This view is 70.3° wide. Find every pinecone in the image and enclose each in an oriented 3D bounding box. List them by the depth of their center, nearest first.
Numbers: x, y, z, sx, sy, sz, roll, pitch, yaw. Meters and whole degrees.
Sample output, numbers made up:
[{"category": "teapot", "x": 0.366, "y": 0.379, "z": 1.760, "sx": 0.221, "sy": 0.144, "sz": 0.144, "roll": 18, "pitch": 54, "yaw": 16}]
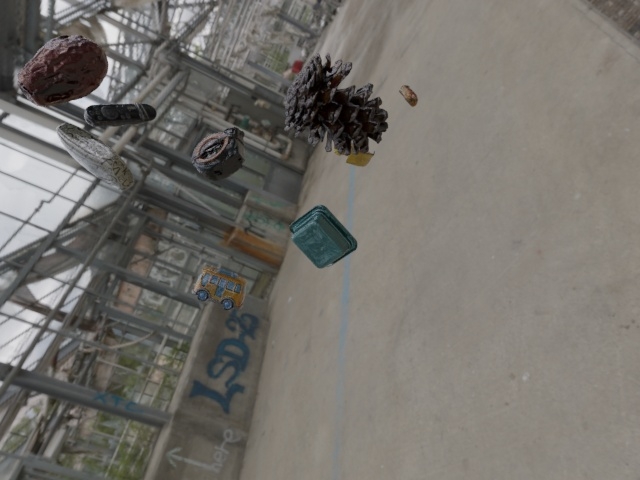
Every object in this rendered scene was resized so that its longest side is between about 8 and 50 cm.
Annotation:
[{"category": "pinecone", "x": 0.048, "y": -0.344, "z": 1.198, "sx": 0.246, "sy": 0.292, "sz": 0.246, "roll": -50, "pitch": 28, "yaw": 39}]

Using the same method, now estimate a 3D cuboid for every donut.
[{"category": "donut", "x": 0.137, "y": -0.349, "z": 1.825, "sx": 0.181, "sy": 0.146, "sz": 0.078, "roll": 41, "pitch": 117, "yaw": 50}]

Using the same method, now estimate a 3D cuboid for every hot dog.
[{"category": "hot dog", "x": 0.296, "y": -0.482, "z": 1.510, "sx": 0.038, "sy": 0.062, "sz": 0.144, "roll": -38, "pitch": 23, "yaw": 17}]

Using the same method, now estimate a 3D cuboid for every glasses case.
[{"category": "glasses case", "x": -0.720, "y": -0.269, "z": 1.450, "sx": 0.085, "sy": 0.355, "sz": 0.137, "roll": -46, "pitch": -30, "yaw": -23}]

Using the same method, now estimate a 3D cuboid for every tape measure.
[{"category": "tape measure", "x": -0.407, "y": -0.343, "z": 1.842, "sx": 0.223, "sy": 0.135, "sz": 0.202, "roll": -19, "pitch": 53, "yaw": 12}]

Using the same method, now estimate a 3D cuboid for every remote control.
[{"category": "remote control", "x": -0.758, "y": -0.474, "z": 1.731, "sx": 0.066, "sy": 0.266, "sz": 0.090, "roll": -26, "pitch": 84, "yaw": 48}]

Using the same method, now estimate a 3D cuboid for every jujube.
[{"category": "jujube", "x": -0.850, "y": -0.562, "z": 1.510, "sx": 0.290, "sy": 0.197, "sz": 0.197, "roll": -46, "pitch": 5, "yaw": -25}]

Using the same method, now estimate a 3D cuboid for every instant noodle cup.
[{"category": "instant noodle cup", "x": 0.000, "y": 0.000, "z": 1.328, "sx": 0.157, "sy": 0.179, "sz": 0.070, "roll": -35, "pitch": 12, "yaw": 38}]

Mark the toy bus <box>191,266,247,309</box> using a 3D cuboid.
[{"category": "toy bus", "x": -0.395, "y": 0.185, "z": 1.816, "sx": 0.126, "sy": 0.210, "sz": 0.136, "roll": -80, "pitch": 10, "yaw": -84}]
